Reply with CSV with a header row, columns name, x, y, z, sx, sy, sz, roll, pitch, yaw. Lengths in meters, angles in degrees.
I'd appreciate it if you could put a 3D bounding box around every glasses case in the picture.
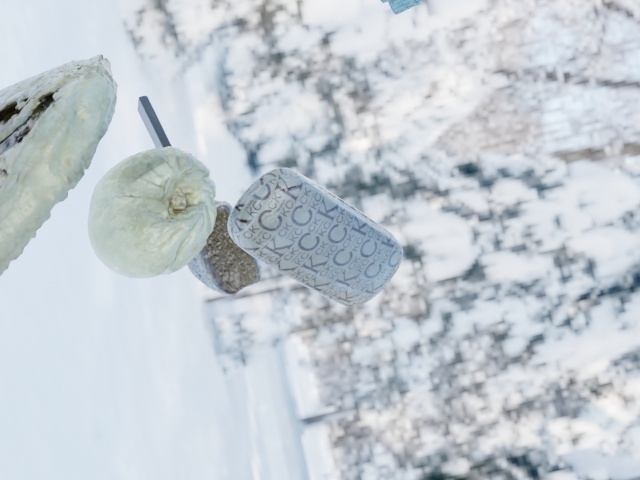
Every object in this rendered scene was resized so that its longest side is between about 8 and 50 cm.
name,x,y,z,sx,sy,sz,roll,pitch,yaw
glasses case,0.000,0.000,1.986,0.085,0.137,0.354,45,9,38

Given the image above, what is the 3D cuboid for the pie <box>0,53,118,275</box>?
name,x,y,z,sx,sy,sz,roll,pitch,yaw
pie,-0.318,-0.056,1.251,0.077,0.339,0.339,49,14,-28

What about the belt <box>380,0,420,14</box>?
name,x,y,z,sx,sy,sz,roll,pitch,yaw
belt,0.091,-0.410,1.898,0.100,0.065,0.179,-40,108,-56

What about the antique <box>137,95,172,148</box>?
name,x,y,z,sx,sy,sz,roll,pitch,yaw
antique,-0.216,-0.122,1.904,0.192,0.015,0.031,62,-25,23

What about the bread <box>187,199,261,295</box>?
name,x,y,z,sx,sy,sz,roll,pitch,yaw
bread,-0.207,0.006,2.560,0.165,0.113,0.416,63,-9,-7

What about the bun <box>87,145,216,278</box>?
name,x,y,z,sx,sy,sz,roll,pitch,yaw
bun,-0.215,-0.037,1.775,0.111,0.188,0.164,-18,-81,63
